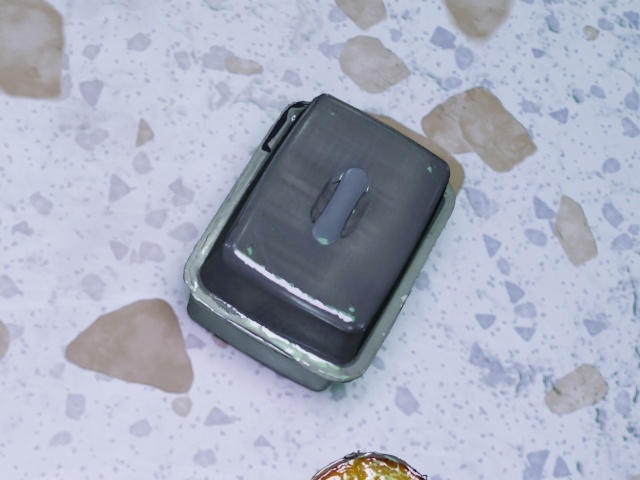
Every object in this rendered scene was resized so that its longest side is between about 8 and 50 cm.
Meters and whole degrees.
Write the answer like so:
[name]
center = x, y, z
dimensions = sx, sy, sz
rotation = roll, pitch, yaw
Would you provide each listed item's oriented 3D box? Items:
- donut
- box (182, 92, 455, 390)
[donut]
center = 0.031, 0.300, 1.846
dimensions = 0.146, 0.078, 0.181
rotation = 31, 67, 1
[box]
center = 0.000, 0.000, 1.924
dimensions = 0.221, 0.166, 0.290
rotation = 30, 60, 0
